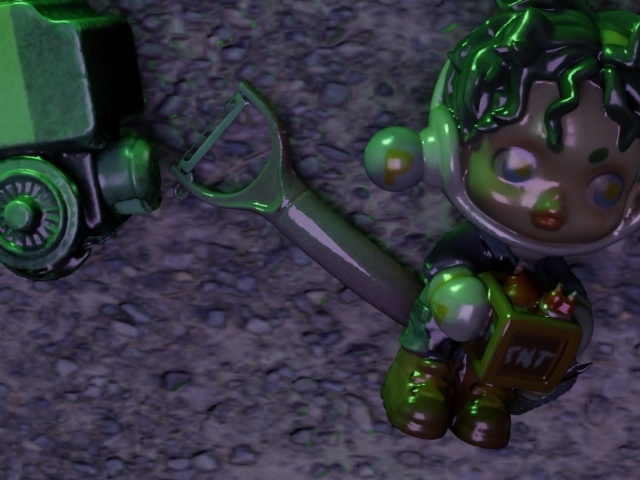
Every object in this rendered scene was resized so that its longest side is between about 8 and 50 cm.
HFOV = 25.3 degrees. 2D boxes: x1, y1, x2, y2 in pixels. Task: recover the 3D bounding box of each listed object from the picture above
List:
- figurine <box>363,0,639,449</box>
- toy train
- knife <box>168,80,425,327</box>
[{"bbox_3d":[0.151,-0.015,1.093,0.261,0.186,0.382,8,112,-24],"label":"figurine"},{"bbox_3d":[-0.281,-0.084,1.181,0.299,0.167,0.238,-6,100,12],"label":"toy train"},{"bbox_3d":[0.000,0.001,1.212,0.278,0.053,0.123,40,118,-5],"label":"knife"}]
